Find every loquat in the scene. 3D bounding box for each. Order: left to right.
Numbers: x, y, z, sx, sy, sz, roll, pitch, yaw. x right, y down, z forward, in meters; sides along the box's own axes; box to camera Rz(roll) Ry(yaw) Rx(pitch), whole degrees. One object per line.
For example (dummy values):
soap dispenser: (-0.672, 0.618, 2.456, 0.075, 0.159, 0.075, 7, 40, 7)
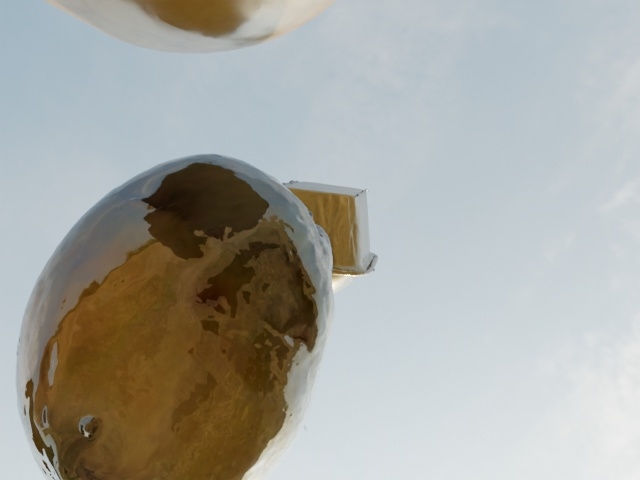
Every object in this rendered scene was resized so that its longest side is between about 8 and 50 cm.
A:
loquat: (-0.085, 0.057, 0.555, 0.179, 0.179, 0.227, 22, -104, -14)

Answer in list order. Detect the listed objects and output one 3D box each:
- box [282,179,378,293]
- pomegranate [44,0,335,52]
box: (0.000, 0.000, 0.834, 0.111, 0.177, 0.111, 1, -83, 8)
pomegranate: (-0.072, -0.279, 0.481, 0.343, 0.342, 0.342, -2, -76, -9)
